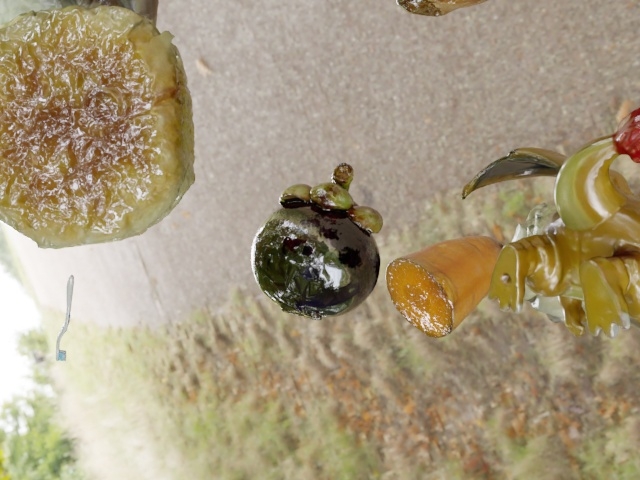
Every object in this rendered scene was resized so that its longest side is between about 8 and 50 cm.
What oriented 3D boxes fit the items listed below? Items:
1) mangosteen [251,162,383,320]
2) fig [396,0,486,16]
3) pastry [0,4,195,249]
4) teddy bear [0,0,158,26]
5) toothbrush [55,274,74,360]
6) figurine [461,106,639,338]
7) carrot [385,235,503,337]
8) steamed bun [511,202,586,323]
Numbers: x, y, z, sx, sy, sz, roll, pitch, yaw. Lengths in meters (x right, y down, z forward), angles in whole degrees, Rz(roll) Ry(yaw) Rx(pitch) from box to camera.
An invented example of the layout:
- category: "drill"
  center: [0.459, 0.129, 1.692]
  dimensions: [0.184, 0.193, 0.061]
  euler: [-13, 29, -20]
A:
- category: "mangosteen"
  center: [0.000, 0.000, 1.313]
  dimensions: [0.194, 0.194, 0.230]
  euler: [169, 117, -79]
- category: "fig"
  center: [0.163, -0.376, 0.990]
  dimensions: [0.263, 0.224, 0.224]
  euler: [118, 132, -66]
- category: "pastry"
  center: [-0.194, -0.090, 0.725]
  dimensions: [0.093, 0.182, 0.192]
  euler: [-167, 74, -88]
- category: "teddy bear"
  center: [-0.370, -0.145, 0.949]
  dimensions: [0.327, 0.375, 0.362]
  euler: [48, 162, -19]
- category: "toothbrush"
  center: [-0.362, 0.111, 1.273]
  dimensions: [0.014, 0.017, 0.162]
  euler: [-95, 18, -54]
- category: "figurine"
  center: [0.400, -0.012, 0.980]
  dimensions: [0.401, 0.387, 0.268]
  euler: [-23, 76, 58]
- category: "carrot"
  center: [0.245, 0.058, 1.577]
  dimensions: [0.159, 0.225, 0.159]
  euler: [37, 142, 37]
- category: "steamed bun"
  center: [0.509, 0.065, 1.790]
  dimensions: [0.268, 0.280, 0.207]
  euler: [-84, 8, -71]
